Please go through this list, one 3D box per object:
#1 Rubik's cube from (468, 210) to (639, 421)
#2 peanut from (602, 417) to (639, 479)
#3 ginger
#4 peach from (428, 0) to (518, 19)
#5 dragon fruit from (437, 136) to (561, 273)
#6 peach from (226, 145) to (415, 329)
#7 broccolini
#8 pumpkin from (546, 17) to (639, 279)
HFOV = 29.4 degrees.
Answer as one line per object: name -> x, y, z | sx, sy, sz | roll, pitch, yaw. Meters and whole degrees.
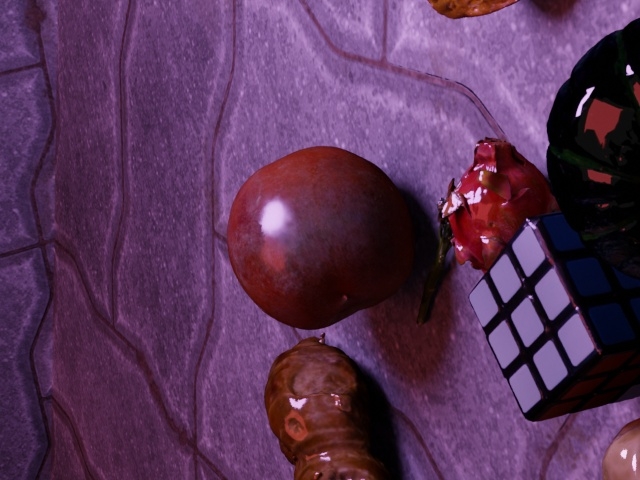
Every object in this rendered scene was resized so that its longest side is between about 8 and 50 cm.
Rubik's cube -> 0.273, 0.070, 1.239 | 0.162, 0.160, 0.163 | 66, 149, 27
peanut -> 0.382, 0.276, 1.117 | 0.305, 0.147, 0.147 | 51, 140, 45
ginger -> 0.012, 0.299, 1.817 | 0.274, 0.152, 0.357 | 80, 174, -67
peach -> 0.166, -0.340, 1.308 | 0.190, 0.190, 0.192 | -8, 75, 62
dragon fruit -> 0.207, -0.035, 1.378 | 0.133, 0.136, 0.166 | 9, 118, 27
peach -> 0.000, 0.000, 1.625 | 0.252, 0.252, 0.252 | 25, 119, 58
broccolini -> 0.158, 0.030, 1.589 | 0.044, 0.042, 0.218 | -89, 6, -53
pumpkin -> 0.327, -0.092, 1.072 | 0.248, 0.248, 0.248 | 25, 119, 58
